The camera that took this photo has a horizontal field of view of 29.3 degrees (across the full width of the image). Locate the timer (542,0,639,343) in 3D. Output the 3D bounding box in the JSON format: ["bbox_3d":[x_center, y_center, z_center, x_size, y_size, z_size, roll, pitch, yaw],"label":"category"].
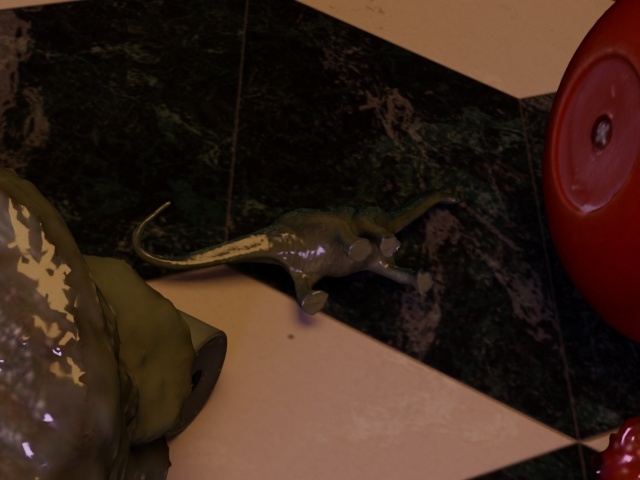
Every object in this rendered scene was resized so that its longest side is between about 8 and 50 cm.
[{"bbox_3d":[0.370,-0.075,1.127,0.279,0.378,0.378,9,43,-17],"label":"timer"}]

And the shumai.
[{"bbox_3d":[-0.244,0.132,0.829,0.324,0.397,0.323,44,12,18],"label":"shumai"}]

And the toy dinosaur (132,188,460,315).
[{"bbox_3d":[0.009,0.004,1.180,0.363,0.076,0.147,-10,29,-24],"label":"toy dinosaur"}]

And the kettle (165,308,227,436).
[{"bbox_3d":[-0.158,0.081,1.043,0.148,0.098,0.127,27,51,18],"label":"kettle"}]

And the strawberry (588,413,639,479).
[{"bbox_3d":[0.340,0.217,1.005,0.234,0.234,0.178,37,20,23],"label":"strawberry"}]
